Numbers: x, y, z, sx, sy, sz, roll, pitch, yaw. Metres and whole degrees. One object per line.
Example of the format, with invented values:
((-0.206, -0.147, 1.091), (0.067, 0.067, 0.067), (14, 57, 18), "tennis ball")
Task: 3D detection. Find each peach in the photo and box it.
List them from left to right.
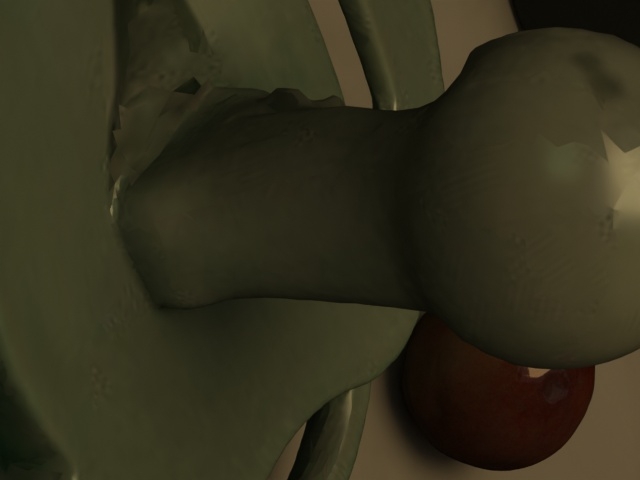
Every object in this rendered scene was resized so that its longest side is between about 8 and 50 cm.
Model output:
((0.077, 0.056, 0.840), (0.083, 0.083, 0.083), (17, 66, -45), "peach")

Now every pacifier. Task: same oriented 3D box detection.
((0.000, 0.000, 0.626), (0.343, 0.269, 0.288), (-51, 131, -39), "pacifier")

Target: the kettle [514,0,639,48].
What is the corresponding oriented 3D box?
((0.175, -0.145, 0.979), (0.148, 0.127, 0.098), (-22, 75, -47), "kettle")
